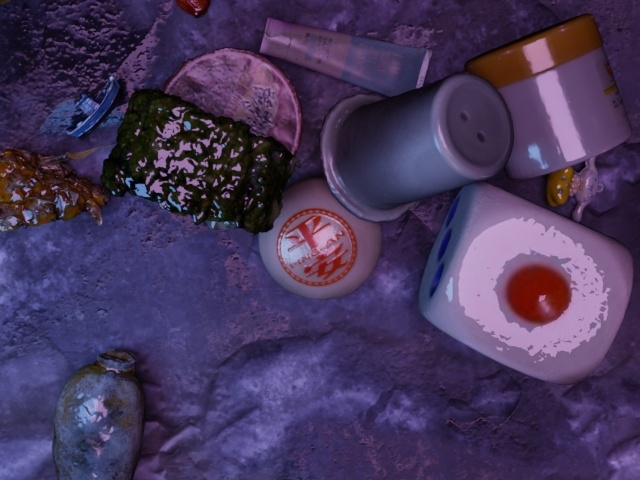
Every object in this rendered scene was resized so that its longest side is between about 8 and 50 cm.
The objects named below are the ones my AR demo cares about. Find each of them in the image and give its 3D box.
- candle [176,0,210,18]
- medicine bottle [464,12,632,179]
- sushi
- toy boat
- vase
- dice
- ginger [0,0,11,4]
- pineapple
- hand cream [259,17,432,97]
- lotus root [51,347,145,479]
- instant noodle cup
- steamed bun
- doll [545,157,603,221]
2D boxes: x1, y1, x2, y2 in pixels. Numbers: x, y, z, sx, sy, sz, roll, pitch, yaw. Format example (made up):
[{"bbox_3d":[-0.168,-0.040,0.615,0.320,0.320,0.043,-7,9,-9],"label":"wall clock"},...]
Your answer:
[{"bbox_3d":[-0.268,-0.478,1.918,0.053,0.048,0.162,-38,96,22],"label":"candle"},{"bbox_3d":[0.402,-0.252,1.848,0.238,0.238,0.231,-22,98,3],"label":"medicine bottle"},{"bbox_3d":[-0.189,-0.125,1.722,0.294,0.352,0.178,21,95,-1],"label":"sushi"},{"bbox_3d":[-0.423,-0.248,1.942,0.137,0.060,0.061,-42,116,9],"label":"toy boat"},{"bbox_3d":[0.171,-0.174,1.796,0.245,0.291,0.245,8,76,-33],"label":"vase"},{"bbox_3d":[0.355,0.069,1.854,0.304,0.304,0.276,22,96,-2],"label":"dice"},{"bbox_3d":[-0.588,-0.528,1.833,0.200,0.223,0.269,32,94,-7],"label":"ginger"},{"bbox_3d":[-0.544,-0.095,1.916,0.335,0.161,0.158,-3,95,3],"label":"pineapple"},{"bbox_3d":[0.046,-0.334,1.926,0.312,0.070,0.111,13,95,-5],"label":"hand cream"},{"bbox_3d":[-0.420,0.383,1.974,0.175,0.175,0.349,5,97,0],"label":"lotus root"},{"bbox_3d":[-0.165,-0.215,1.929,0.274,0.091,0.274,0,97,1],"label":"instant noodle cup"},{"bbox_3d":[0.000,0.000,1.928,0.232,0.145,0.231,0,97,0],"label":"steamed bun"},{"bbox_3d":[0.475,-0.098,1.961,0.113,0.071,0.135,-17,110,-12],"label":"doll"}]
